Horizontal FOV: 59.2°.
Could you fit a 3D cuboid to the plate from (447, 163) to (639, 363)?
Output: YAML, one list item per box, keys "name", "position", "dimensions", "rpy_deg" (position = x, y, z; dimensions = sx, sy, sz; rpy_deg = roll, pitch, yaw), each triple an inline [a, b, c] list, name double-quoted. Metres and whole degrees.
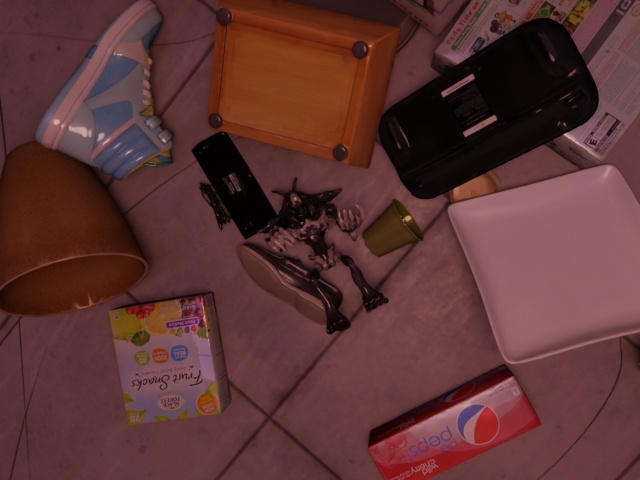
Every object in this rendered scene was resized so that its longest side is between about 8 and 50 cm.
- name: "plate"
  position: [0.364, 0.032, 0.850]
  dimensions: [0.278, 0.045, 0.277]
  rpy_deg: [-15, 57, 3]

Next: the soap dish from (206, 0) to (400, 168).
- name: "soap dish"
  position: [-0.042, -0.250, 0.895]
  dimensions: [0.291, 0.118, 0.228]
  rpy_deg: [16, 116, 9]

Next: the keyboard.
- name: "keyboard"
  position: [-0.164, -0.092, 0.999]
  dimensions: [0.100, 0.038, 0.192]
  rpy_deg: [-30, 86, -15]

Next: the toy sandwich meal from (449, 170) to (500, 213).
- name: "toy sandwich meal"
  position: [0.253, -0.083, 0.935]
  dimensions: [0.086, 0.029, 0.085]
  rpy_deg: [2, 103, 7]

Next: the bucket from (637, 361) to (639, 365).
- name: "bucket"
  position: [0.617, 0.179, 0.772]
  dimensions: [0.281, 0.281, 0.183]
  rpy_deg: [35, 90, 6]

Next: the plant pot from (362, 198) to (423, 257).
- name: "plant pot"
  position: [0.114, -0.013, 0.937]
  dimensions: [0.079, 0.083, 0.083]
  rpy_deg: [-36, 86, 21]

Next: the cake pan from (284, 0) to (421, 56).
- name: "cake pan"
  position: [0.037, -0.427, 0.945]
  dimensions: [0.294, 0.054, 0.292]
  rpy_deg: [0, 91, 8]

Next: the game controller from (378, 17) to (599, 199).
- name: "game controller"
  position: [0.239, -0.188, 0.856]
  dimensions: [0.319, 0.067, 0.166]
  rpy_deg: [-27, 87, 33]

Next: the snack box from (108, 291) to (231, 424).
- name: "snack box"
  position: [-0.262, 0.206, 0.994]
  dimensions: [0.175, 0.070, 0.206]
  rpy_deg: [-10, 92, 8]

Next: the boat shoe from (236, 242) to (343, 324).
- name: "boat shoe"
  position: [-0.053, 0.064, 0.977]
  dimensions: [0.206, 0.075, 0.065]
  rpy_deg: [35, 53, 11]

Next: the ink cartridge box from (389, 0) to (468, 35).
- name: "ink cartridge box"
  position: [0.123, -0.418, 0.767]
  dimensions: [0.201, 0.278, 0.117]
  rpy_deg: [40, 99, 6]

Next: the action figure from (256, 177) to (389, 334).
- name: "action figure"
  position: [0.000, 0.000, 0.901]
  dimensions: [0.164, 0.141, 0.275]
  rpy_deg: [-27, 72, -10]

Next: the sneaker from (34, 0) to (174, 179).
- name: "sneaker"
  position: [-0.315, -0.246, 0.980]
  dimensions: [0.208, 0.127, 0.318]
  rpy_deg: [34, 74, -21]

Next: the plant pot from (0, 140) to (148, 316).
- name: "plant pot"
  position: [-0.446, -0.033, 0.955]
  dimensions: [0.237, 0.237, 0.254]
  rpy_deg: [-26, 72, 8]

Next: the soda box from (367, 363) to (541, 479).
- name: "soda box"
  position: [0.212, 0.306, 0.921]
  dimensions: [0.263, 0.083, 0.092]
  rpy_deg: [-30, 87, 7]

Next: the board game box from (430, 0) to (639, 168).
- name: "board game box"
  position: [0.364, -0.291, 0.880]
  dimensions: [0.303, 0.097, 0.224]
  rpy_deg: [37, 96, 5]
